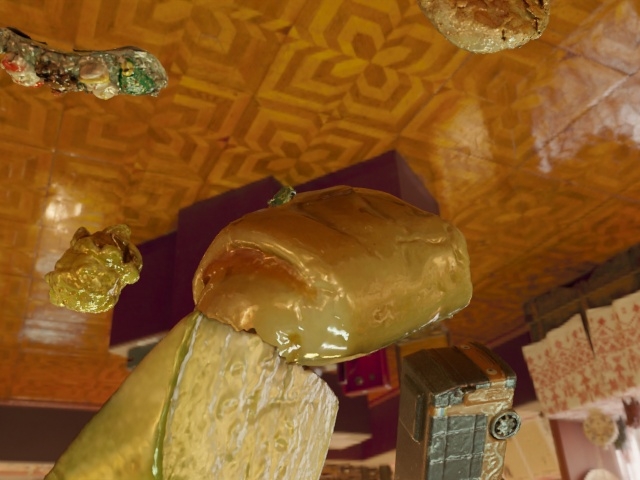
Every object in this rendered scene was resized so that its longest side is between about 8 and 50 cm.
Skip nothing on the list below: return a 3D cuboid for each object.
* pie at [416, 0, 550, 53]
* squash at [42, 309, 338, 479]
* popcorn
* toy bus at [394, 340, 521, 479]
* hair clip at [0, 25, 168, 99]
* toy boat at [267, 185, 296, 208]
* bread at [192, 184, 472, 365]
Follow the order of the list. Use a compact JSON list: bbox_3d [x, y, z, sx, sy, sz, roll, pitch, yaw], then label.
[{"bbox_3d":[0.302,-0.465,1.174,0.274,0.274,0.055,1,158,-7],"label":"pie"},{"bbox_3d":[-0.108,0.158,0.405,0.155,0.204,0.237,6,158,27],"label":"squash"},{"bbox_3d":[-0.576,0.077,1.587,0.255,0.256,0.195,-43,103,13],"label":"popcorn"},{"bbox_3d":[0.247,0.368,1.179,0.194,0.162,0.323,-4,108,-15],"label":"toy bus"},{"bbox_3d":[-0.449,-0.306,1.148,0.321,0.091,0.138,10,159,12],"label":"hair clip"},{"bbox_3d":[-0.007,0.006,1.249,0.099,0.108,0.293,-26,131,28],"label":"toy boat"},{"bbox_3d":[-0.019,0.044,0.834,0.341,0.210,0.300,-17,-173,-31],"label":"bread"}]
